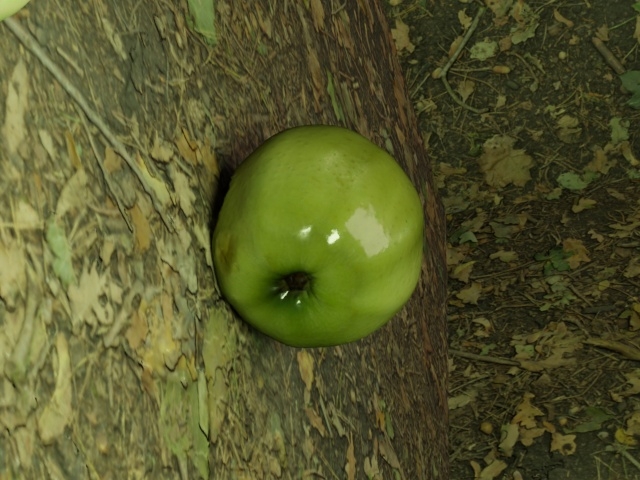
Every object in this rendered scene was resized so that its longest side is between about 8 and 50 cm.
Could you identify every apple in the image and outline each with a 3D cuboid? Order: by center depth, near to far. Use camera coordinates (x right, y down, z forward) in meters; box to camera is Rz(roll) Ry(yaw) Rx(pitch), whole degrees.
[{"bbox_3d":[0.000,0.000,1.227,0.279,0.279,0.279,-12,90,-76],"label":"apple"}]

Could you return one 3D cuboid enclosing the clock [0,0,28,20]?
[{"bbox_3d":[-0.268,-0.243,0.607,0.286,0.117,0.348,63,21,-43],"label":"clock"}]
